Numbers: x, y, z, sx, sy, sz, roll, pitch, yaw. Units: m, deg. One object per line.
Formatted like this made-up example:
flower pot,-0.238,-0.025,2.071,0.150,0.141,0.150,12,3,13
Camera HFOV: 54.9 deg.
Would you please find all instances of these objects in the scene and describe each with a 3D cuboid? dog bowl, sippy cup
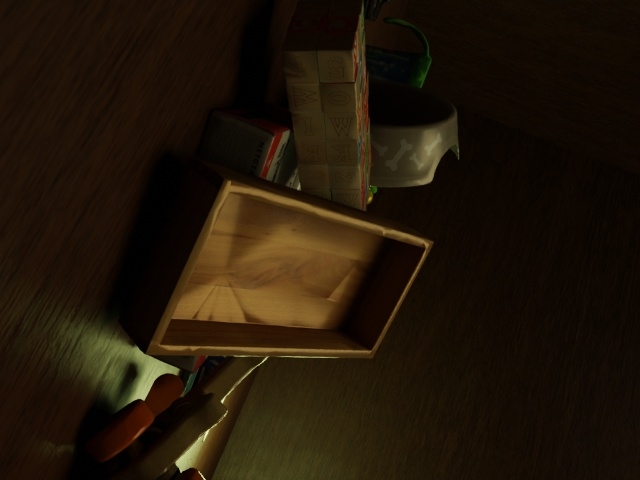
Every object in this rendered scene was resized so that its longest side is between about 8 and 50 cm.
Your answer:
dog bowl,0.096,-0.217,1.161,0.348,0.349,0.102,-63,162,-59
sippy cup,0.131,-0.383,1.539,0.240,0.224,0.305,107,6,-67

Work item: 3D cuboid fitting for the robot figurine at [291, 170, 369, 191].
robot figurine,0.001,-0.104,1.439,0.300,0.200,0.353,2,113,-62

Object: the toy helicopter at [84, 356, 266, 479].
toy helicopter,-0.189,0.244,0.875,0.235,0.140,0.355,-33,-175,45

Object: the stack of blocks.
stack of blocks,0.019,-0.175,0.862,0.297,0.087,0.171,83,12,-47

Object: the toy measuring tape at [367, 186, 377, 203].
toy measuring tape,0.046,-0.219,1.658,0.121,0.121,0.330,108,-37,-51

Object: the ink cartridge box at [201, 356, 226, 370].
ink cartridge box,-0.167,0.133,1.100,0.046,0.097,0.207,109,4,-47

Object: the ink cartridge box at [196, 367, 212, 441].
ink cartridge box,-0.228,0.292,1.396,0.165,0.065,0.332,-67,179,-56

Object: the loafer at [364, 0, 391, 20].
loafer,0.193,-0.702,1.571,0.109,0.095,0.302,-62,173,-63

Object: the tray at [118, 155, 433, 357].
tray,-0.028,0.044,0.787,0.411,0.076,0.202,14,106,-49

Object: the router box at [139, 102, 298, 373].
router box,-0.122,-0.026,0.894,0.301,0.082,0.335,-59,170,-73

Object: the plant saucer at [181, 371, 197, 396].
plant saucer,-0.235,0.208,1.207,0.067,0.018,0.192,5,107,-88
